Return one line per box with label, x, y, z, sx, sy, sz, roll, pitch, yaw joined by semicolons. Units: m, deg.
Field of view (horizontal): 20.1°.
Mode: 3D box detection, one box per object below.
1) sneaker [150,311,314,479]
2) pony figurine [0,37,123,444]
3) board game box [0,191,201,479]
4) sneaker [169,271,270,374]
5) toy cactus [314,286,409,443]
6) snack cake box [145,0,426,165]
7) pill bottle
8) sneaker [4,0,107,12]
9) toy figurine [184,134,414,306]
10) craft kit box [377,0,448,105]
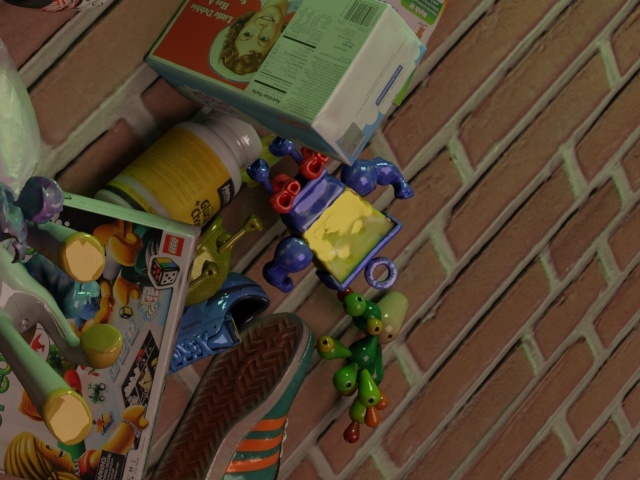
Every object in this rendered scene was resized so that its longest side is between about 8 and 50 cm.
sneaker;-0.091;0.227;2.180;0.302;0.108;0.121;-56;140;2
pony figurine;-0.334;-0.001;1.675;0.302;0.363;0.351;-34;115;-22
board game box;-0.252;0.110;1.893;0.053;0.193;0.305;-64;167;-77
sneaker;-0.148;0.109;2.075;0.209;0.082;0.069;-37;134;-27
toy cactus;0.053;0.134;2.304;0.180;0.112;0.219;-52;139;-43
snack cake box;-0.039;-0.195;1.899;0.152;0.264;0.089;-57;139;-9
pill bottle;-0.152;-0.064;1.968;0.184;0.103;0.103;-43;135;-23
sneaker;-0.242;-0.355;1.753;0.145;0.090;0.270;-4;102;-63
toy figurine;0.000;0.000;2.034;0.362;0.191;0.217;-48;111;-10
craft kit box;0.059;-0.313;2.109;0.250;0.061;0.247;27;86;-49
